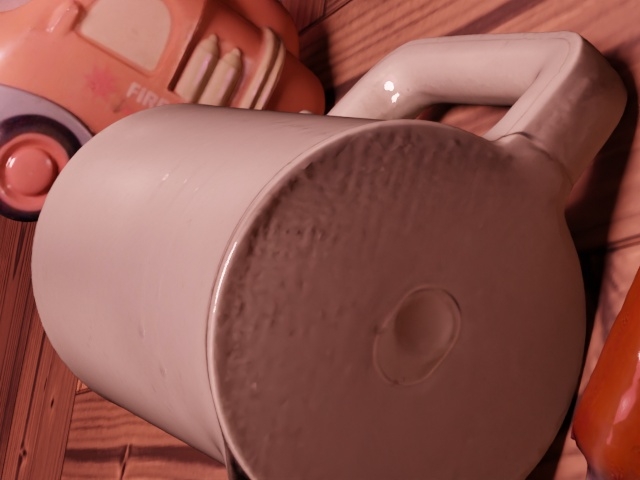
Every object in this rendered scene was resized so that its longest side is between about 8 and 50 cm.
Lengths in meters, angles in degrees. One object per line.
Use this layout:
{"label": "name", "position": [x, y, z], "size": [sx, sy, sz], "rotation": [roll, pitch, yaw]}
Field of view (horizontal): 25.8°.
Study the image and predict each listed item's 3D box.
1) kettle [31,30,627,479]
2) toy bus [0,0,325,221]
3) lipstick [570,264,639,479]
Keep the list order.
{"label": "kettle", "position": [0.001, 0.016, 0.774], "size": [0.318, 0.265, 0.205], "rotation": [11, 118, 66]}
{"label": "toy bus", "position": [-0.131, -0.103, 0.996], "size": [0.232, 0.288, 0.194], "rotation": [-58, 26, 2]}
{"label": "lipstick", "position": [0.188, -0.075, 0.514], "size": [0.077, 0.077, 0.418], "rotation": [47, 121, 62]}
